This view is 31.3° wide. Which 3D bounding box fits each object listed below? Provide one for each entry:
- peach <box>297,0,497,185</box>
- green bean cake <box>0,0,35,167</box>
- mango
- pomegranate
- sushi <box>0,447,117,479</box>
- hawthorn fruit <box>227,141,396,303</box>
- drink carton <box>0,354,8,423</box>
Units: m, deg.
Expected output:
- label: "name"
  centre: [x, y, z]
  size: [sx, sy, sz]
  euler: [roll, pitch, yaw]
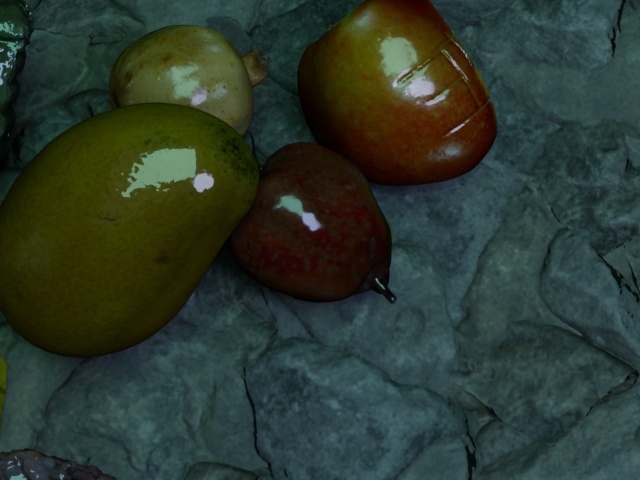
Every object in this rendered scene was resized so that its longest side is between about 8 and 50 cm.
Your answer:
- label: "peach"
  centre: [0.105, -0.190, 1.549]
  size: [0.245, 0.248, 0.274]
  euler: [-39, 91, 19]
- label: "green bean cake"
  centre: [-0.510, -0.219, 1.485]
  size: [0.241, 0.132, 0.254]
  euler: [17, 103, -5]
- label: "mango"
  centre: [-0.246, -0.020, 1.405]
  size: [0.378, 0.221, 0.263]
  euler: [-38, 90, 17]
- label: "pomegranate"
  centre: [-0.184, -0.189, 1.530]
  size: [0.207, 0.207, 0.207]
  euler: [2, 71, -5]
- label: "sushi"
  centre: [-0.340, 0.382, 1.331]
  size: [0.237, 0.171, 0.270]
  euler: [7, 75, -3]
- label: "hawthorn fruit"
  centre: [0.000, 0.000, 1.484]
  size: [0.248, 0.208, 0.208]
  euler: [41, 72, -3]
- label: "drink carton"
  centre: [-0.574, 0.172, 1.390]
  size: [0.352, 0.154, 0.111]
  euler: [2, 71, -4]
